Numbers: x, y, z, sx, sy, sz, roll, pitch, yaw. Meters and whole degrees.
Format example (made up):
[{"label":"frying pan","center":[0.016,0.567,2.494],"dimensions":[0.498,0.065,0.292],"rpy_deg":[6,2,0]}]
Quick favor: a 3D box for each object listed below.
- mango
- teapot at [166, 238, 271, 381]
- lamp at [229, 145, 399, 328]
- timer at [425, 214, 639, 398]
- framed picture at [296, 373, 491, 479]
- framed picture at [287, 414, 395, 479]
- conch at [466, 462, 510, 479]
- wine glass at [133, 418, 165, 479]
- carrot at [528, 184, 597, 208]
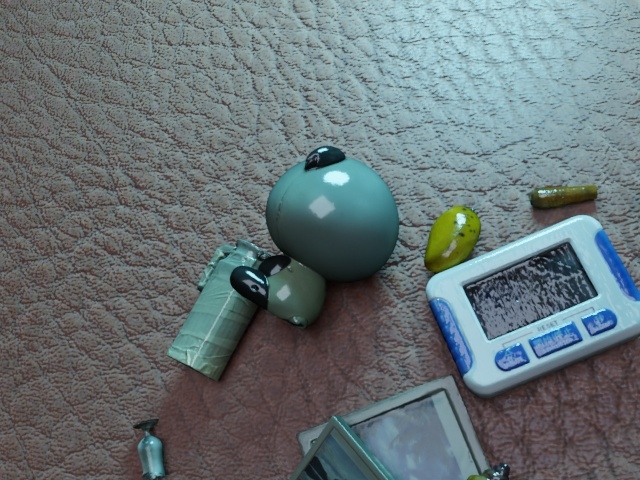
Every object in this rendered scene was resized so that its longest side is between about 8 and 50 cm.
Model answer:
[{"label":"mango","center":[0.183,-0.001,1.055],"dimensions":[0.079,0.057,0.114],"rpy_deg":[-5,43,56]},{"label":"teapot","center":[-0.150,0.094,1.102],"dimensions":[0.107,0.077,0.200],"rpy_deg":[18,74,39]},{"label":"lamp","center":[0.000,0.000,1.038],"dimensions":[0.197,0.198,0.244],"rpy_deg":[33,87,22]},{"label":"timer","center":[0.284,0.090,0.999],"dimensions":[0.253,0.078,0.178],"rpy_deg":[-23,65,4]},{"label":"framed picture","center":[0.124,0.358,0.961],"dimensions":[0.232,0.024,0.315],"rpy_deg":[-23,66,4]},{"label":"framed picture","center":[0.042,0.344,0.939],"dimensions":[0.203,0.015,0.150],"rpy_deg":[45,111,33]},{"label":"conch","center":[0.167,0.369,0.898],"dimensions":[0.086,0.080,0.233],"rpy_deg":[17,93,53]},{"label":"wine glass","center":[-0.240,0.297,1.059],"dimensions":[0.042,0.039,0.083],"rpy_deg":[-23,64,14]},{"label":"carrot","center":[0.346,-0.063,1.069],"dimensions":[0.093,0.032,0.032],"rpy_deg":[-6,68,6]}]
